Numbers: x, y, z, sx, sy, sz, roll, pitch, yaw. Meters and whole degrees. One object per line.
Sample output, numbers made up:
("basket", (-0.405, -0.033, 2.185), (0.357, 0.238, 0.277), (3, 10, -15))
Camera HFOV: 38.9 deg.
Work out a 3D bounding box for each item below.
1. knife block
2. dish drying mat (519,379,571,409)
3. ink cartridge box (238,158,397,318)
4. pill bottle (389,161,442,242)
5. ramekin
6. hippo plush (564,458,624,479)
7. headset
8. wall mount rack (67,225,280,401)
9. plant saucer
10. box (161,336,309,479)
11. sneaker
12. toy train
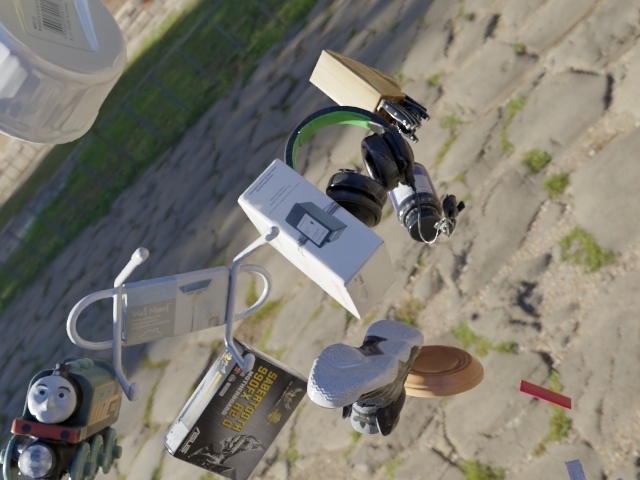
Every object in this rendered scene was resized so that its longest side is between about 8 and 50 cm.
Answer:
("knife block", (0.116, -0.327, 2.119), (0.242, 0.276, 0.088), (-89, 23, -61))
("dish drying mat", (0.355, 0.244, 1.430), (0.032, 0.083, 0.008), (-56, -15, -65))
("ink cartridge box", (0.000, 0.000, 1.687), (0.115, 0.273, 0.198), (-47, -24, -9))
("pill bottle", (0.257, -0.102, 2.429), (0.123, 0.123, 0.219), (-41, 39, 24))
("ramekin", (-0.423, -0.291, 1.337), (0.135, 0.277, 0.277), (-40, 24, 32))
("hippo plush", (0.382, 0.538, 1.483), (0.236, 0.234, 0.294), (-54, 23, 28))
("headset", (0.107, -0.133, 1.825), (0.243, 0.394, 0.185), (-50, -15, -18))
("wall mount rack", (-0.202, 0.092, 1.397), (0.130, 0.350, 0.304), (48, 139, 44))
("plant saucer", (0.226, 0.255, 1.814), (0.200, 0.037, 0.200), (-4, 15, 1))
("box", (-0.150, 0.312, 1.645), (0.231, 0.183, 0.056), (-55, 38, 0))
("sneaker", (0.063, 0.219, 1.290), (0.269, 0.101, 0.153), (-23, -53, -57))
("toy train", (-0.393, 0.279, 1.425), (0.334, 0.142, 0.190), (86, -168, -85))
